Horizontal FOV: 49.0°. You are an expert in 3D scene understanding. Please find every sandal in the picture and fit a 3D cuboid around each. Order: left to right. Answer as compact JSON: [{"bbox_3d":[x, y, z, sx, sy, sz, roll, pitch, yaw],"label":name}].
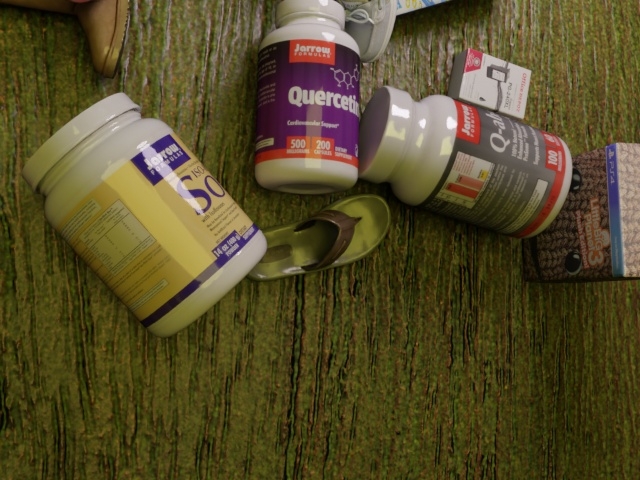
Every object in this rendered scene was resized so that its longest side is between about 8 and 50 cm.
[{"bbox_3d":[-0.001,0.002,1.266,0.303,0.086,0.120,-21,92,-18],"label":"sandal"}]

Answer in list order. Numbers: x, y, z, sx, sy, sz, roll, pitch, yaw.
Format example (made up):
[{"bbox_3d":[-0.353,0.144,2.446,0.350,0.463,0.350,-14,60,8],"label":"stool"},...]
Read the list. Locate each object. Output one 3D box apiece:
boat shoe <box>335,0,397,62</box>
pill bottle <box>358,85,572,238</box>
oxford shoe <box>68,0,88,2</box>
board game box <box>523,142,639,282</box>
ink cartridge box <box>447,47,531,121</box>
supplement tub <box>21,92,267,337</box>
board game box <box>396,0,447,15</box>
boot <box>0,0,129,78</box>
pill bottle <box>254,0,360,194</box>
[{"bbox_3d":[0.067,-0.474,1.257,0.103,0.118,0.320,-28,133,-38],"label":"boat shoe"},{"bbox_3d":[0.255,-0.145,1.296,0.363,0.210,0.210,16,80,-16],"label":"pill bottle"},{"bbox_3d":[-0.386,-0.486,1.127,0.130,0.123,0.348,2,45,7],"label":"oxford shoe"},{"bbox_3d":[0.524,-0.039,1.329,0.141,0.291,0.232,0,84,-18],"label":"board game box"},{"bbox_3d":[0.340,-0.308,1.416,0.151,0.063,0.109,14,81,-16],"label":"ink cartridge box"},{"bbox_3d":[-0.271,-0.039,1.103,0.241,0.241,0.331,-43,99,-17],"label":"supplement tub"},{"bbox_3d":[0.213,-0.610,1.344,0.302,0.086,0.308,-20,105,-13],"label":"board game box"},{"bbox_3d":[-0.455,-0.389,1.153,0.270,0.089,0.236,8,62,-18],"label":"boot"},{"bbox_3d":[-0.022,-0.249,1.233,0.182,0.181,0.322,3,84,-17],"label":"pill bottle"}]
